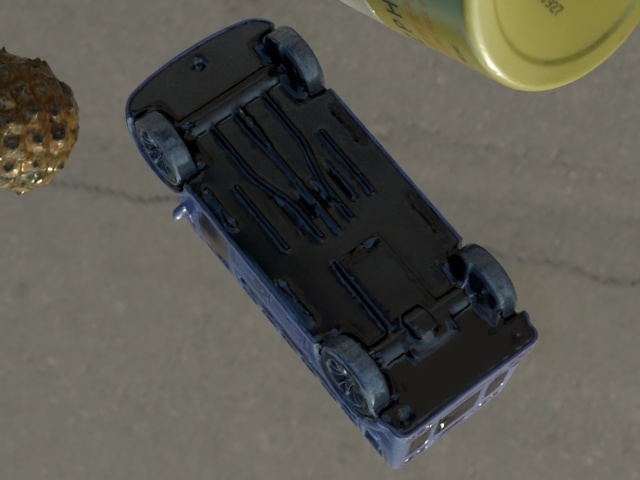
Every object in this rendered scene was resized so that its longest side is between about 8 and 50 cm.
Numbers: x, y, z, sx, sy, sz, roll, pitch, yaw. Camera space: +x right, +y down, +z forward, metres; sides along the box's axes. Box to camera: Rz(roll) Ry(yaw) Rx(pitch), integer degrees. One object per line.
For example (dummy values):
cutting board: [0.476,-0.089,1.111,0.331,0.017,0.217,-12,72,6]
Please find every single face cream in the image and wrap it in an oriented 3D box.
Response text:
face cream: [0.124,-0.238,1.216,0.179,0.218,0.218,34,157,41]

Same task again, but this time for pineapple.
pineapple: [-0.317,-0.121,1.412,0.128,0.128,0.248,4,170,36]

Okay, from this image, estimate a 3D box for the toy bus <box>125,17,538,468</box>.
toy bus: [0.000,0.000,1.097,0.292,0.125,0.133,50,162,17]
